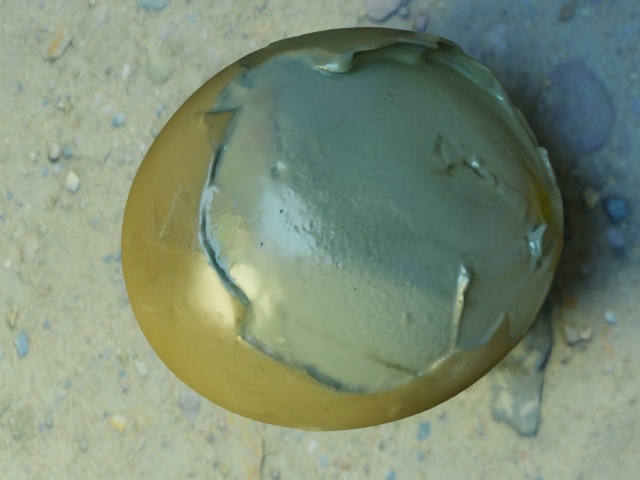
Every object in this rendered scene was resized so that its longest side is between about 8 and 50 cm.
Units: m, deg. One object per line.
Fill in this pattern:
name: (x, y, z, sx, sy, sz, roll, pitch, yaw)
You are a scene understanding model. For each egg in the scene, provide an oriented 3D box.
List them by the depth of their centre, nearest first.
egg: (0.000, 0.000, 0.862, 0.244, 0.201, 0.201, -24, 74, 50)
